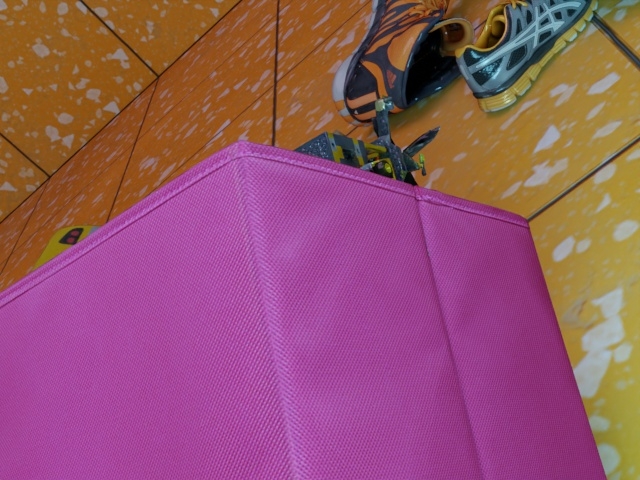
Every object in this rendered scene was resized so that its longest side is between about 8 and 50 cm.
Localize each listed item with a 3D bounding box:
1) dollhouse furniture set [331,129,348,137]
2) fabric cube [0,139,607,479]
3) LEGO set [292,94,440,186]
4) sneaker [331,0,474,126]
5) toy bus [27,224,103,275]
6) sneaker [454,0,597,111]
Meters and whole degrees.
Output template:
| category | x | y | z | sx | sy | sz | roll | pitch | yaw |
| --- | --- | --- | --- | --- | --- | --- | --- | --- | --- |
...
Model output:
| category | x | y | z | sx | sy | sz | roll | pitch | yaw |
| --- | --- | --- | --- | --- | --- | --- | --- | --- | --- |
| dollhouse furniture set | 0.000 | 0.000 | 1.097 | 0.182 | 0.101 | 0.161 | -35 | 49 | 23 |
| fabric cube | -0.013 | 0.134 | 0.510 | 0.254 | 0.259 | 0.258 | -29 | 65 | 36 |
| LEGO set | -0.003 | 0.038 | 0.902 | 0.331 | 0.192 | 0.255 | -35 | 66 | 32 |
| sneaker | 0.151 | -0.293 | 1.277 | 0.180 | 0.124 | 0.321 | -5 | 56 | 52 |
| toy bus | -0.153 | 0.153 | 0.780 | 0.108 | 0.130 | 0.333 | -80 | -5 | -52 |
| sneaker | 0.235 | -0.246 | 1.069 | 0.215 | 0.083 | 0.084 | -51 | 21 | -16 |
